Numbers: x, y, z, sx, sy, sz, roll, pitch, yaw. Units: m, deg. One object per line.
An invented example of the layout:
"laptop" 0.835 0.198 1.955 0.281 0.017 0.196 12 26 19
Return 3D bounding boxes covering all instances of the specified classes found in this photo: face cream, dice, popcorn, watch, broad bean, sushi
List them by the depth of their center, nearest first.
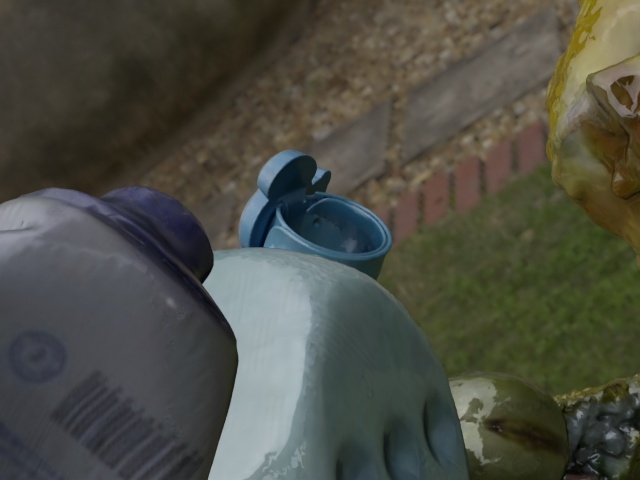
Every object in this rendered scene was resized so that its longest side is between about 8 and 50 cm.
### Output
"face cream" -0.176 0.143 0.731 0.137 0.235 0.420 -16 36 52
"dice" -0.053 0.184 1.198 0.265 0.268 0.262 -15 44 26
"popcorn" 0.382 -0.126 1.400 0.354 0.344 0.390 9 53 6
"broad bean" 0.136 0.191 1.474 0.263 0.189 0.121 155 123 -68
"sushi" 0.378 0.365 2.054 0.397 0.351 0.240 -14 -8 -24
"watch" 0.000 0.000 2.099 0.193 0.211 0.211 34 66 24
